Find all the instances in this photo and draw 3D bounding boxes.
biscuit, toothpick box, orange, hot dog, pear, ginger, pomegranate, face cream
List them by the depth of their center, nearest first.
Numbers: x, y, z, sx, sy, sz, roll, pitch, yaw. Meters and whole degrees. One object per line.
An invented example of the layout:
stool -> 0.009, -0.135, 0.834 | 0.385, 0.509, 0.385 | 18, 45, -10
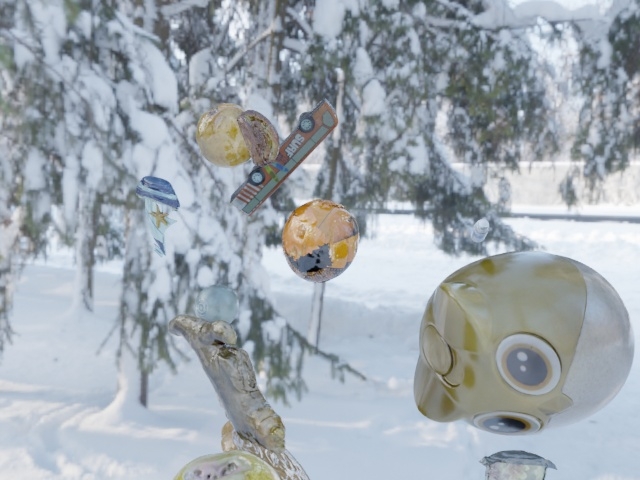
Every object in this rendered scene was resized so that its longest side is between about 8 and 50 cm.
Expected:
ginger -> -0.161, 0.248, 1.181 | 0.080, 0.333, 0.166 | -15, -25, -42
pear -> -0.190, 0.542, 1.278 | 0.271, 0.271, 0.271 | 2, 3, 0
toothpick box -> 0.435, 0.231, 1.441 | 0.425, 0.409, 0.409 | -4, 5, -22
face cream -> 0.361, -0.024, 1.454 | 0.034, 0.034, 0.130 | 2, -11, 8
hot dog -> -0.156, -0.260, 1.625 | 0.065, 0.147, 0.099 | -14, 8, 40
biscuit -> -0.122, 0.624, 1.733 | 0.365, 0.062, 0.385 | 46, 2, -11
orange -> 0.000, 0.000, 1.786 | 0.234, 0.234, 0.182 | 4, -21, 41
pomegranate -> -0.269, -0.300, 1.896 | 0.196, 0.196, 0.196 | 2, 3, 0

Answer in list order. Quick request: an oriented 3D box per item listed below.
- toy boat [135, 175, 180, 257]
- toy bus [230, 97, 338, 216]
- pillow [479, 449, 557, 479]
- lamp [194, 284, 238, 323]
toy boat -> -0.556, -0.077, 2.237 | 0.220, 0.291, 0.067 | 21, 35, 32
toy bus -> -0.106, -0.242, 1.884 | 0.092, 0.409, 0.093 | 41, 15, -15
pillow -> 0.398, 0.563, 1.335 | 0.169, 0.255, 0.059 | 5, -7, -11
lamp -> -0.244, 0.155, 1.514 | 0.105, 0.105, 0.105 | 2, 3, 0
